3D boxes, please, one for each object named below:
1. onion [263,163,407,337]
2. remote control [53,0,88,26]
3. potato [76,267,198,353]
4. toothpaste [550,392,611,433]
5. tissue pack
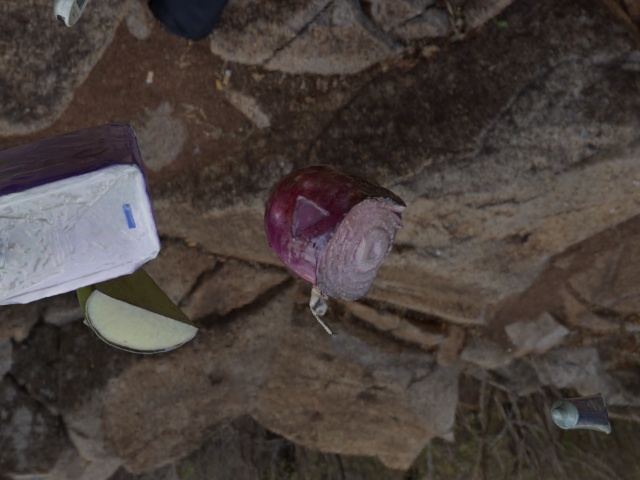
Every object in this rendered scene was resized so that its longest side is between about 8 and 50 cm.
[{"bbox_3d":[0.007,-0.030,1.415,0.272,0.230,0.256,-46,142,-8],"label":"onion"},{"bbox_3d":[-0.395,-0.469,1.308,0.042,0.221,0.078,27,173,-7],"label":"remote control"},{"bbox_3d":[-0.429,0.117,1.671,0.269,0.255,0.112,31,105,-39],"label":"potato"},{"bbox_3d":[0.345,0.227,1.009,0.034,0.057,0.197,-18,160,33],"label":"toothpaste"},{"bbox_3d":[-0.367,-0.054,1.112,0.242,0.338,0.160,-15,111,-10],"label":"tissue pack"}]
